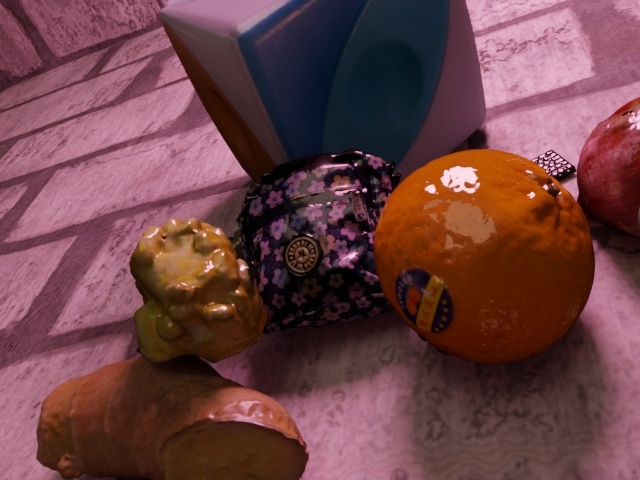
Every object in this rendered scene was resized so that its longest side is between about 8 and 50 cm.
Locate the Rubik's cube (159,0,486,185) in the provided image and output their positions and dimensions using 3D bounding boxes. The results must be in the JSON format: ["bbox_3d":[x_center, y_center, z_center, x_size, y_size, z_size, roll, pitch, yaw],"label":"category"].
[{"bbox_3d":[0.005,-0.268,0.966,0.351,0.347,0.352,-34,35,-10],"label":"Rubik's cube"}]

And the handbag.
[{"bbox_3d":[0.000,0.000,0.766,0.228,0.126,0.208,-16,76,19],"label":"handbag"}]

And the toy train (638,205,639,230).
[{"bbox_3d":[0.393,0.017,0.483,0.159,0.188,0.271,-44,36,-24],"label":"toy train"}]

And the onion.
[{"bbox_3d":[0.343,-0.068,0.677,0.159,0.159,0.195,-51,9,-31],"label":"onion"}]

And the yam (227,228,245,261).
[{"bbox_3d":[-0.144,0.035,0.936,0.132,0.054,0.054,-44,38,-21],"label":"yam"}]

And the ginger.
[{"bbox_3d":[-0.165,0.198,0.683,0.353,0.126,0.190,4,35,34],"label":"ginger"}]

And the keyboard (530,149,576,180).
[{"bbox_3d":[0.235,-0.062,0.840,0.204,0.013,0.061,-26,34,2],"label":"keyboard"}]

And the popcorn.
[{"bbox_3d":[-0.130,0.056,0.677,0.142,0.174,0.173,-5,32,-15],"label":"popcorn"}]

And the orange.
[{"bbox_3d":[0.161,0.012,0.628,0.219,0.193,0.219,10,29,-6],"label":"orange"}]
